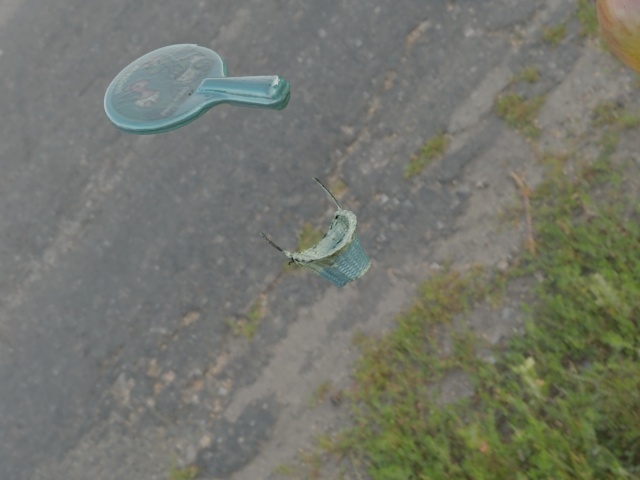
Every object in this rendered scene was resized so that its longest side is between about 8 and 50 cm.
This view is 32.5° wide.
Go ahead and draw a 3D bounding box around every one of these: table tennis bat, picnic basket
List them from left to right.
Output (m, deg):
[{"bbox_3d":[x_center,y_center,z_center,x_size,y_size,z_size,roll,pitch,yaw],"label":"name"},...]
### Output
[{"bbox_3d":[-0.118,-0.144,1.050,0.201,0.033,0.124,6,52,29],"label":"table tennis bat"},{"bbox_3d":[0.000,0.000,0.867,0.065,0.083,0.083,-43,11,-10],"label":"picnic basket"}]

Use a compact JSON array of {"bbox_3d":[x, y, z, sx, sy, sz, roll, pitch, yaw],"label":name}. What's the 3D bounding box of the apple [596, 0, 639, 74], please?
[{"bbox_3d":[0.414,-0.271,1.224,0.209,0.209,0.164,-13,52,36],"label":"apple"}]
